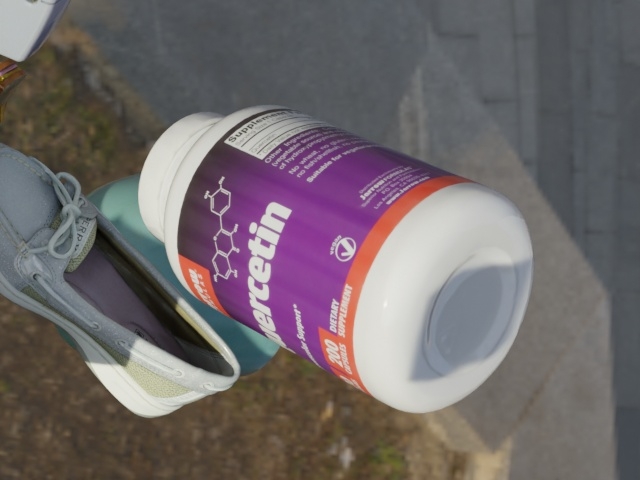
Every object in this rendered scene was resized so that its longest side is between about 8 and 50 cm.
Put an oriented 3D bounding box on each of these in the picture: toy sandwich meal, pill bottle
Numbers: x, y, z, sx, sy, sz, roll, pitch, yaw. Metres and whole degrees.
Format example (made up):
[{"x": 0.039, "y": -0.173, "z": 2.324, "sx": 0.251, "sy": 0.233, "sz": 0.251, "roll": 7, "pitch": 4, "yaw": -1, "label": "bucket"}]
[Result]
[{"x": -0.295, "y": -0.128, "z": 1.347, "sx": 0.029, "sy": 0.085, "sz": 0.085, "roll": 37, "pitch": 52, "yaw": 4, "label": "toy sandwich meal"}, {"x": 0.000, "y": 0.000, "z": 1.205, "sx": 0.181, "sy": 0.323, "sz": 0.181, "roll": -23, "pitch": 125, "yaw": -38, "label": "pill bottle"}]

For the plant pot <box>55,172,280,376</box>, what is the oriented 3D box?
[{"x": -0.213, "y": 0.044, "z": 1.939, "sx": 0.235, "sy": 0.293, "sz": 0.293, "roll": -4, "pitch": 94, "yaw": -39, "label": "plant pot"}]

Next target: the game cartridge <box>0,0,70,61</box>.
[{"x": -0.252, "y": -0.286, "z": 1.094, "sx": 0.062, "sy": 0.198, "sz": 0.297, "roll": -64, "pitch": 173, "yaw": -54, "label": "game cartridge"}]

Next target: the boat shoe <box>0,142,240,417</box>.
[{"x": -0.198, "y": 0.030, "z": 1.327, "sx": 0.320, "sy": 0.103, "sz": 0.118, "roll": 53, "pitch": 37, "yaw": -24, "label": "boat shoe"}]
